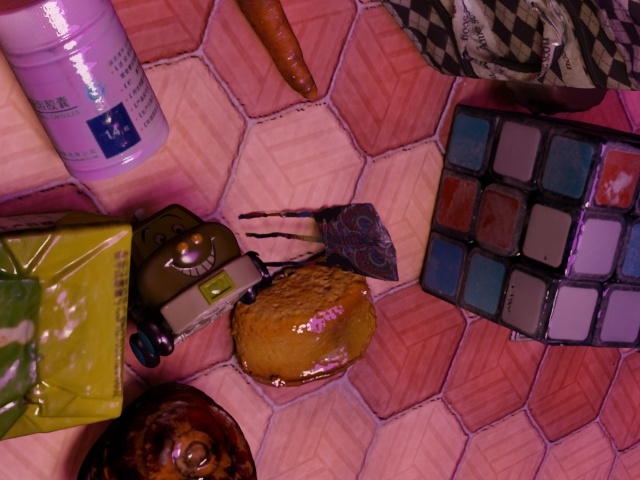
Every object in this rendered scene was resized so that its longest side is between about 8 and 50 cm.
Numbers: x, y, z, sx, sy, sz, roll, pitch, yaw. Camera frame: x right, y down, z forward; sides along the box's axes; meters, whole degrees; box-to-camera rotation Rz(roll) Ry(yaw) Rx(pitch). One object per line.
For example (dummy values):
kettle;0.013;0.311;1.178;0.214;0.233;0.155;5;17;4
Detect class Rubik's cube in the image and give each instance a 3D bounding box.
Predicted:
Rubik's cube;0.427;-0.028;2.074;0.362;0.363;0.359;2;105;-33

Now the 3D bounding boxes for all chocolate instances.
chocolate;-0.413;0.109;1.627;0.288;0.137;0.301;-7;113;-35

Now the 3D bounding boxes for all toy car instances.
toy car;-0.208;0.043;1.719;0.204;0.248;0.198;-33;87;-23

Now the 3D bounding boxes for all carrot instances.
carrot;-0.063;-0.299;1.783;0.059;0.059;0.248;-43;131;-16

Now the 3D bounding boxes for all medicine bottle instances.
medicine bottle;-0.310;-0.219;1.560;0.152;0.152;0.254;-38;127;-20

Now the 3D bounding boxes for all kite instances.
kite;0.000;0.000;1.923;0.285;0.152;0.015;-1;148;-32

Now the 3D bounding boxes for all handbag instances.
handbag;0.283;-0.371;1.784;0.316;0.416;0.180;43;70;-40

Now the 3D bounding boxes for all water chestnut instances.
water chestnut;-0.212;0.357;1.812;0.244;0.289;0.289;-12;119;-65

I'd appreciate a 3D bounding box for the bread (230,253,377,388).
bread;-0.004;0.134;1.948;0.260;0.147;0.160;-24;124;-28

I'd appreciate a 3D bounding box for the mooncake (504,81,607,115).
mooncake;0.400;-0.326;2.067;0.228;0.124;0.228;-4;96;-40

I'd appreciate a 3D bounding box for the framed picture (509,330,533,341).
framed picture;0.476;0.072;2.378;0.217;0.017;0.274;0;109;-37
